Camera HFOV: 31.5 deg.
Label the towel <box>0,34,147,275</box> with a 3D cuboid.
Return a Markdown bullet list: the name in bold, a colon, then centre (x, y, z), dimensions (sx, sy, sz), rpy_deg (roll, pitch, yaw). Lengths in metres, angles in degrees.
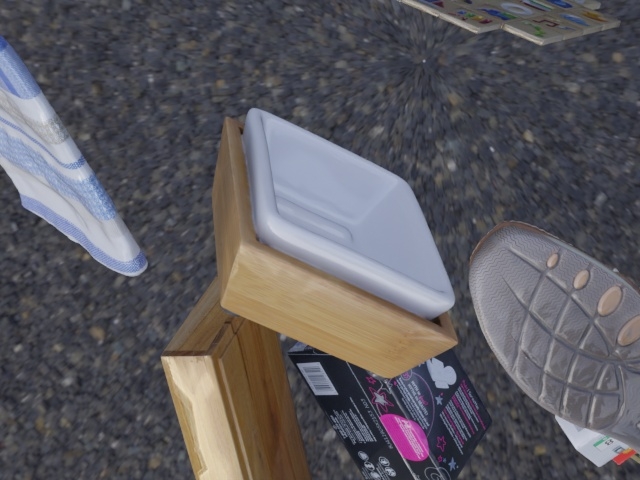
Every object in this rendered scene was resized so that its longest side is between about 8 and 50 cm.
- **towel**: centre (-0.273, -0.094, 1.027), dimensions (0.034, 0.209, 0.285), rpy_deg (-44, 137, -19)

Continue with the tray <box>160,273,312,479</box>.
- **tray**: centre (-0.092, 0.269, 1.498), dimensions (0.076, 0.203, 0.411), rpy_deg (-1, 117, 19)

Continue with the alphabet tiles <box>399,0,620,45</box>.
- **alphabet tiles**: centre (0.224, -0.323, 1.497), dimensions (0.285, 0.342, 0.011), rpy_deg (29, 121, 29)

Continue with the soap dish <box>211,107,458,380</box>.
- **soap dish**: centre (0.000, 0.000, 1.131), dimensions (0.228, 0.291, 0.118), rpy_deg (25, 112, -19)

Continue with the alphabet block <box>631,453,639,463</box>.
- **alphabet block**: centre (0.571, 0.260, 1.790), dimensions (0.197, 0.193, 0.192), rpy_deg (32, 71, -8)

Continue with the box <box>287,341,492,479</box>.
- **box**: centre (0.099, 0.204, 1.574), dimensions (0.163, 0.142, 0.247), rpy_deg (-10, 117, 45)

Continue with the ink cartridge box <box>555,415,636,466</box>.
- **ink cartridge box**: centre (0.388, 0.198, 1.293), dimensions (0.181, 0.224, 0.056), rpy_deg (-38, 50, 12)

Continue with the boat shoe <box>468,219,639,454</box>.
- **boat shoe**: centre (0.238, 0.089, 0.935), dimensions (0.123, 0.116, 0.324), rpy_deg (-42, 113, 17)
